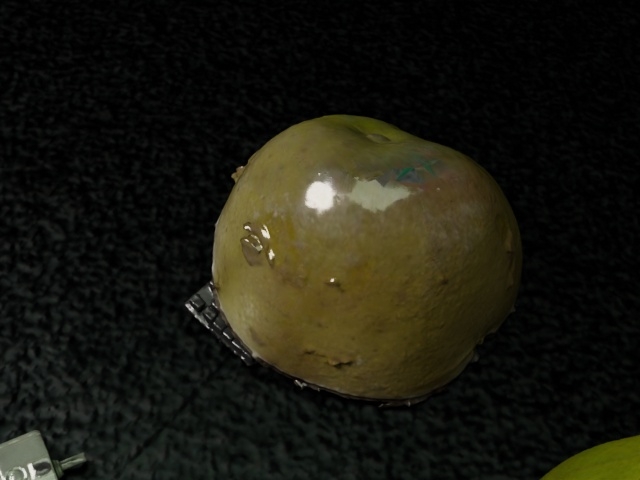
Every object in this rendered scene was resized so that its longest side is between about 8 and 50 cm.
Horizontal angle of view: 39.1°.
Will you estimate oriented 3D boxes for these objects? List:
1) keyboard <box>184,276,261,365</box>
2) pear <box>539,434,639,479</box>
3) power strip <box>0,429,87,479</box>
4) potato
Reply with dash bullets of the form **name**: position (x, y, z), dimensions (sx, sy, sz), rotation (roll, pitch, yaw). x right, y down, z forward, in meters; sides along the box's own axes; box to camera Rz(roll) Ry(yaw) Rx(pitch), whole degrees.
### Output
- **keyboard**: position (0.000, 0.000, 0.592), dimensions (0.060, 0.018, 0.195), rotation (39, 61, 15)
- **pear**: position (0.183, 0.175, 0.408), dimensions (0.216, 0.180, 0.166), rotation (20, 42, -25)
- **power strip**: position (-0.189, 0.141, 0.472), dimensions (0.136, 0.019, 0.051), rotation (-20, 59, -19)
- **potato**: position (0.040, -0.009, 0.534), dimensions (0.202, 0.117, 0.182), rotation (13, 57, -5)
